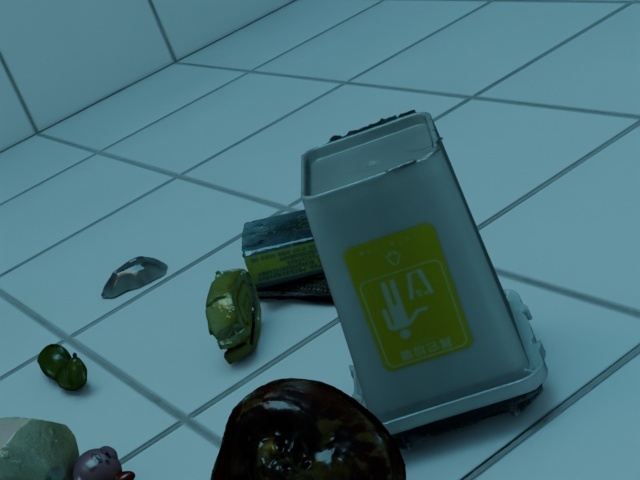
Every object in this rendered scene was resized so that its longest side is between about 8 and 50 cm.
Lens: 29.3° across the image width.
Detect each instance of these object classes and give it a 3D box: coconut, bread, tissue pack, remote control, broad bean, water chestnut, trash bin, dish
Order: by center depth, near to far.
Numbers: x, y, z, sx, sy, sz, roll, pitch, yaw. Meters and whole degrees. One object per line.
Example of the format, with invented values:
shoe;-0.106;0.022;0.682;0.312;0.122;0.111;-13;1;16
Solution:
water chestnut;-0.024;0.263;1.366;0.224;0.223;0.238;-14;-9;17
trash bin;0.115;0.037;1.558;0.256;0.367;0.296;-19;22;9
coconut;-0.411;0.317;1.697;0.153;0.147;0.147;-3;29;44
bread;-0.138;0.117;1.923;0.064;0.117;0.156;-14;24;13
remote control;-0.038;0.081;2.036;0.212;0.028;0.059;2;28;43
broad bean;-0.437;0.211;2.054;0.048;0.070;0.213;-14;7;-29
tissue pack;0.000;0.000;2.074;0.257;0.081;0.185;-13;16;1
dish;-0.363;0.062;2.345;0.137;0.039;0.091;-27;24;-17

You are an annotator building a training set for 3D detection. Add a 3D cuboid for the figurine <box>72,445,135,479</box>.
figurine;-0.308;0.323;1.682;0.083;0.071;0.067;-28;-19;-35
